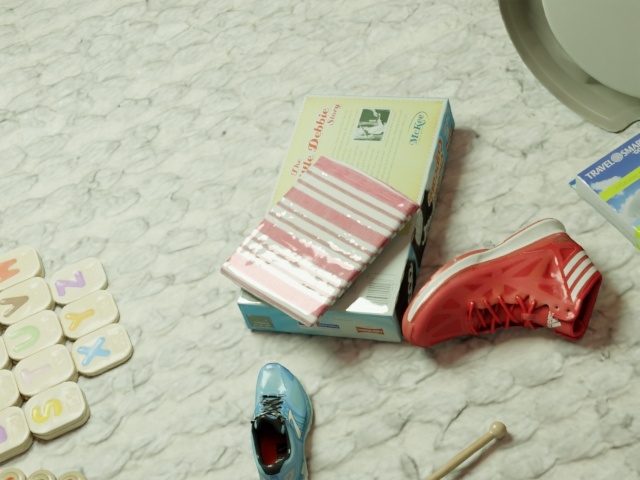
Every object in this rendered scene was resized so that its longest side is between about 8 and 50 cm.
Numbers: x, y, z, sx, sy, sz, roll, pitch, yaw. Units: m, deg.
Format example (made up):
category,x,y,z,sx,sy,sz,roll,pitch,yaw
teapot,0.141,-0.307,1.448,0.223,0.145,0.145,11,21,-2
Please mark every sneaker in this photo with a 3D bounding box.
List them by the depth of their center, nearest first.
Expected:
category,x,y,z,sx,sy,sz,roll,pitch,yaw
sneaker,-0.044,0.194,1.577,0.063,0.073,0.162,-13,51,7
sneaker,0.205,0.070,1.596,0.221,0.087,0.128,-34,50,-9

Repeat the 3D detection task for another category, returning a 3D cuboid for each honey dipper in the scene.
category,x,y,z,sx,sy,sz,roll,pitch,yaw
honey dipper,0.128,0.237,1.524,0.161,0.030,0.030,-33,51,-14

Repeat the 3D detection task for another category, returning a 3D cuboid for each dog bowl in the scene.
category,x,y,z,sx,sy,sz,roll,pitch,yaw
dog bowl,0.376,-0.279,1.667,0.349,0.348,0.102,17,47,27

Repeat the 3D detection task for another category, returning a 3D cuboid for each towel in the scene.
category,x,y,z,sx,sy,sz,roll,pitch,yaw
towel,0.000,0.000,1.670,0.144,0.029,0.197,30,69,32

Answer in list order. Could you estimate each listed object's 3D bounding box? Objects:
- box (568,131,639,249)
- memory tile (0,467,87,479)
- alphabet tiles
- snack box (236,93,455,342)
category,x,y,z,sx,sy,sz,roll,pitch,yaw
box,0.372,-0.051,1.670,0.109,0.042,0.178,-33,52,-11
memory tile,-0.320,0.313,1.604,0.113,0.012,0.148,1,54,17
alphabet tiles,-0.370,0.129,1.758,0.278,0.021,0.284,-24,51,-3
snack box,0.035,-0.035,1.742,0.187,0.060,0.322,4,55,19
